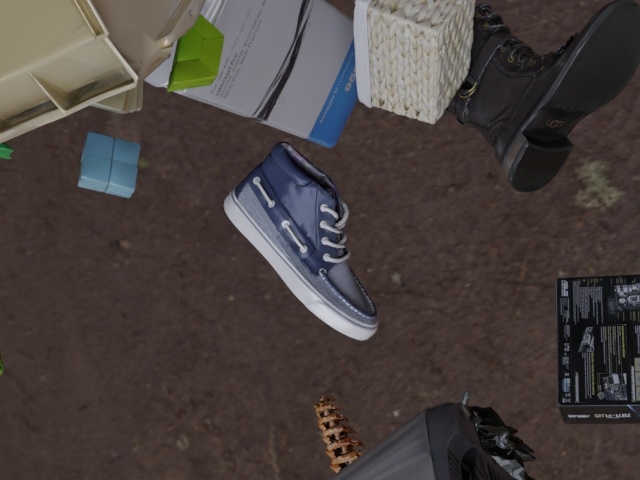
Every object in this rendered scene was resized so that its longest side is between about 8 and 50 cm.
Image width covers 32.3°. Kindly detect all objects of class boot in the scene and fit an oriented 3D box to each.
[{"bbox_3d":[0.230,-0.207,1.266,0.263,0.091,0.229,-58,40,28],"label":"boot"},{"bbox_3d":[0.000,0.000,1.016,0.190,0.069,0.086,45,113,5],"label":"boot"}]

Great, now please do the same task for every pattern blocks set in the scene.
[{"bbox_3d":[-0.222,-0.199,0.958,0.026,0.285,0.325,-44,28,56],"label":"pattern blocks set"}]

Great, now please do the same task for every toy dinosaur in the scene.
[{"bbox_3d":[0.120,0.282,1.133,0.218,0.322,0.164,-42,34,9],"label":"toy dinosaur"}]

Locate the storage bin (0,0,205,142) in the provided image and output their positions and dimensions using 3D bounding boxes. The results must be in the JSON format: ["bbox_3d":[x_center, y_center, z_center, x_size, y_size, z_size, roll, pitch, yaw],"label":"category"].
[{"bbox_3d":[-0.249,-0.196,0.717,0.262,0.123,0.260,-16,113,30],"label":"storage bin"}]

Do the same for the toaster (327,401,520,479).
[{"bbox_3d":[0.046,0.194,0.516,0.146,0.227,0.129,-34,116,14],"label":"toaster"}]

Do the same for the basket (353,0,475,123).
[{"bbox_3d":[0.108,-0.227,1.244,0.103,0.113,0.167,24,151,18],"label":"basket"}]

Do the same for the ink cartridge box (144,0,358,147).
[{"bbox_3d":[-0.139,-0.261,1.294,0.285,0.395,0.166,29,98,22],"label":"ink cartridge box"}]

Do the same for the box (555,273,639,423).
[{"bbox_3d":[0.382,0.140,1.426,0.147,0.077,0.180,-4,62,17],"label":"box"}]

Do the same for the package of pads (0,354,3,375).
[{"bbox_3d":[-0.435,0.128,1.053,0.296,0.229,0.101,141,117,-64],"label":"package of pads"}]
